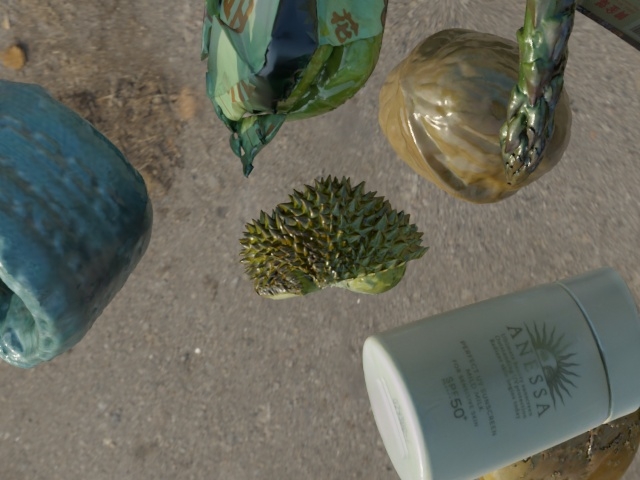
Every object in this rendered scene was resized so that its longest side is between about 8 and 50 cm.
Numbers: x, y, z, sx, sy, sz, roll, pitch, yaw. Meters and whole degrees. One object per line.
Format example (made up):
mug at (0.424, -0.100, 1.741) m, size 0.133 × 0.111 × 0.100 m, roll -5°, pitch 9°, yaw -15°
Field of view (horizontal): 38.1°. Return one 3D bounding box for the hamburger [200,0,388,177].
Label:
hamburger at (-0.034, -0.174, 0.829) m, size 0.125 × 0.214 × 0.235 m, roll 2°, pitch 77°, yaw -28°

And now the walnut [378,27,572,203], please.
walnut at (0.196, -0.160, 1.182) m, size 0.261 × 0.225 × 0.225 m, roll 14°, pitch 111°, yaw -35°

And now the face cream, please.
face cream at (0.219, 0.144, 1.012) m, size 0.348 × 0.081 × 0.174 m, roll -12°, pitch 80°, yaw -28°

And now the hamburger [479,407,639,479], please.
hamburger at (0.372, 0.280, 1.486) m, size 0.304 × 0.174 × 0.284 m, roll -6°, pitch 105°, yaw -18°

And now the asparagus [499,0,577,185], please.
asparagus at (0.119, -0.094, 0.505) m, size 0.030 × 0.036 × 0.165 m, roll 25°, pitch 136°, yaw 24°

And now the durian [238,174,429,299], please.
durian at (0.000, 0.000, 0.783) m, size 0.208 × 0.146 × 0.102 m, roll -10°, pitch 90°, yaw 55°

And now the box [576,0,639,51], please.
box at (0.396, -0.377, 1.223) m, size 0.310 × 0.198 × 0.084 m, roll 18°, pitch 151°, yaw -35°

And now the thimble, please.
thimble at (-0.245, -0.004, 0.753) m, size 0.198 × 0.143 × 0.235 m, roll 18°, pitch 145°, yaw 21°
